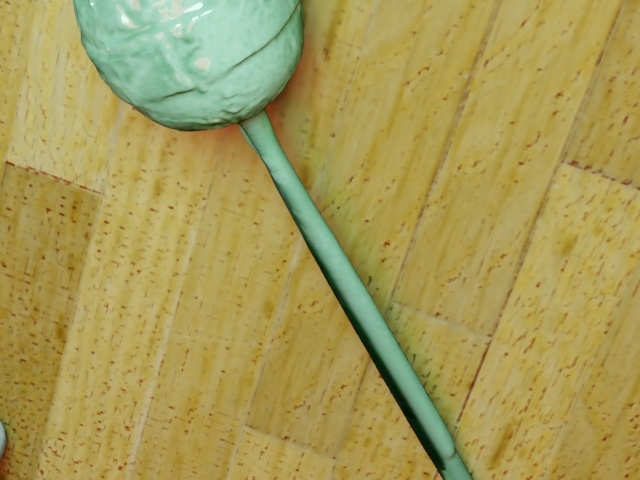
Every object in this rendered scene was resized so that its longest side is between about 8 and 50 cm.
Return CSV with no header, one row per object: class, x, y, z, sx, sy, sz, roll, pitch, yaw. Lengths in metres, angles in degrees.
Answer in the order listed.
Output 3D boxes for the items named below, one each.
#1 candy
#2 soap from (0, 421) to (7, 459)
candy,0.000,0.000,0.921,0.119,0.119,0.440,-18,120,22
soap,-0.352,0.220,1.006,0.259,0.281,0.143,-31,103,25
